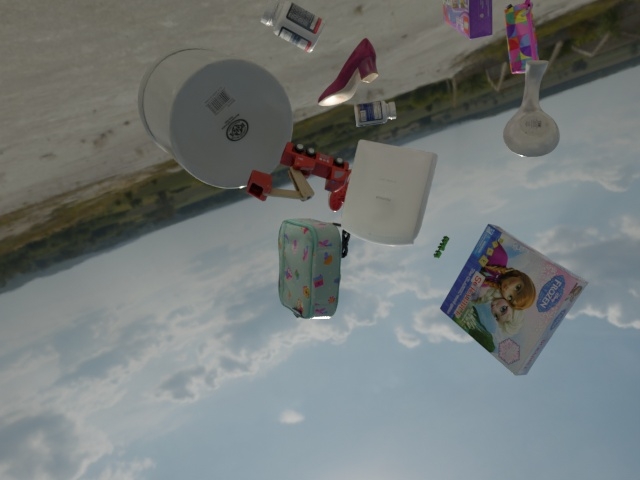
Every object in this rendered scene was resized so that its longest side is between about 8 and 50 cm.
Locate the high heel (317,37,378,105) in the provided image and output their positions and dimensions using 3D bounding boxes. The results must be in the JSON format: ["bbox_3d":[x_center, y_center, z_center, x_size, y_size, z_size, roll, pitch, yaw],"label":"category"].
[{"bbox_3d":[0.072,-0.502,1.493,0.082,0.117,0.244,-4,168,-39],"label":"high heel"}]

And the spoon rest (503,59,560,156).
[{"bbox_3d":[0.557,-0.336,1.292,0.137,0.276,0.084,7,161,15],"label":"spoon rest"}]

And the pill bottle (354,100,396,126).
[{"bbox_3d":[0.164,-0.383,1.478,0.120,0.067,0.067,-7,-171,5],"label":"pill bottle"}]

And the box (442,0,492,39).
[{"bbox_3d":[0.353,-0.629,1.212,0.057,0.201,0.293,-9,-148,6],"label":"box"}]

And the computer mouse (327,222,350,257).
[{"bbox_3d":[0.000,0.000,2.031,0.262,0.184,0.060,10,-141,-7],"label":"computer mouse"}]

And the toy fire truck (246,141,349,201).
[{"bbox_3d":[-0.040,-0.125,0.980,0.192,0.135,0.047,17,147,-12],"label":"toy fire truck"}]

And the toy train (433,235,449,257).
[{"bbox_3d":[0.393,0.022,1.592,0.024,0.083,0.017,12,-155,-31],"label":"toy train"}]

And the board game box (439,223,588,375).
[{"bbox_3d":[0.541,0.164,1.431,0.066,0.318,0.318,9,-157,-38],"label":"board game box"}]

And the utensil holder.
[{"bbox_3d":[-0.281,-0.329,1.294,0.328,0.327,0.385,-22,-149,-19],"label":"utensil holder"}]

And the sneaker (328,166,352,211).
[{"bbox_3d":[0.108,-0.210,2.222,0.087,0.221,0.128,3,-149,-27],"label":"sneaker"}]

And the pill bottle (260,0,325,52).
[{"bbox_3d":[-0.087,-0.676,1.532,0.180,0.108,0.108,24,178,-14],"label":"pill bottle"}]

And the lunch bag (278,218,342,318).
[{"bbox_3d":[-0.042,0.080,1.394,0.108,0.279,0.224,-3,-168,-33],"label":"lunch bag"}]

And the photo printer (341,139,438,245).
[{"bbox_3d":[0.205,-0.140,1.534,0.256,0.307,0.107,15,-177,16],"label":"photo printer"}]

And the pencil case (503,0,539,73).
[{"bbox_3d":[0.699,-0.704,1.709,0.104,0.236,0.104,-13,-166,3],"label":"pencil case"}]
